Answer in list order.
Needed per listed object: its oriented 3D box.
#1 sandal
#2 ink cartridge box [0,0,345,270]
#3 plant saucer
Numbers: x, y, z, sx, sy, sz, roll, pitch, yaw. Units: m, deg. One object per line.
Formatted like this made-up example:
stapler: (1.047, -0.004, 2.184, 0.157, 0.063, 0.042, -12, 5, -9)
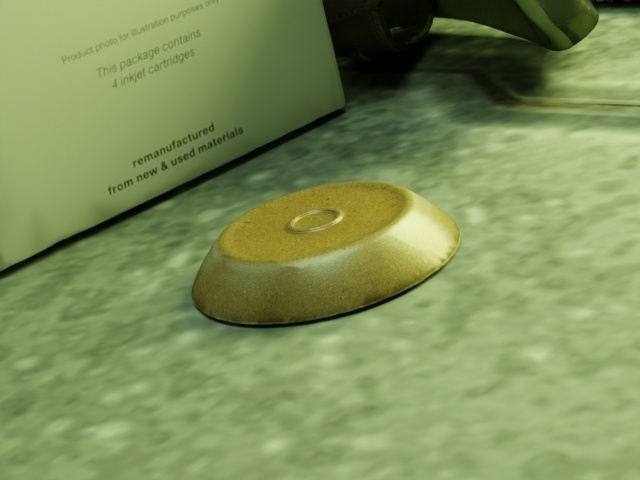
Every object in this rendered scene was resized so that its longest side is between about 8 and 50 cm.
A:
sandal: (0.013, -0.117, 0.682, 0.086, 0.120, 0.303, -48, 27, -9)
ink cartridge box: (-0.127, -0.136, 0.606, 0.168, 0.233, 0.171, -28, 25, -33)
plant saucer: (0.000, 0.000, 0.484, 0.083, 0.015, 0.083, -12, 21, 5)
